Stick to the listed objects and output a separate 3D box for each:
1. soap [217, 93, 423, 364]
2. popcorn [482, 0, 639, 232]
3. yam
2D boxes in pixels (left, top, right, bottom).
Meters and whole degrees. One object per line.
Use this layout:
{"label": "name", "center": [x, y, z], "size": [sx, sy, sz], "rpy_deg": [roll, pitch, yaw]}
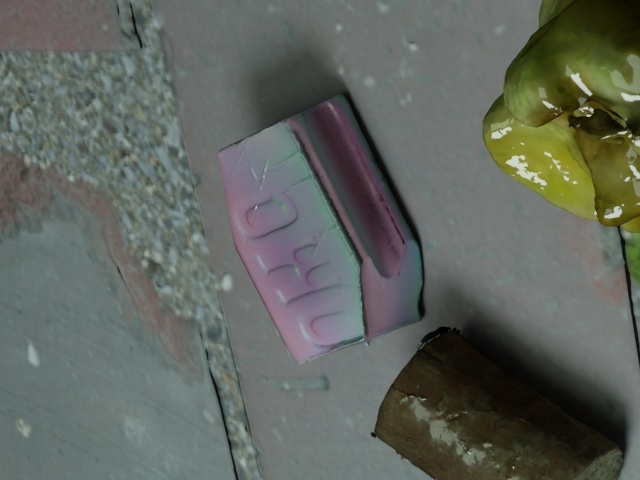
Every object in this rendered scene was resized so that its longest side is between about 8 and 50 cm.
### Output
{"label": "soap", "center": [0.000, 0.000, 1.123], "size": [0.100, 0.056, 0.149], "rpy_deg": [-20, 98, 49]}
{"label": "popcorn", "center": [0.206, -0.080, 0.782], "size": [0.286, 0.215, 0.252], "rpy_deg": [29, 91, 35]}
{"label": "yam", "center": [0.098, 0.113, 1.080], "size": [0.127, 0.084, 0.084], "rpy_deg": [36, 132, 26]}
